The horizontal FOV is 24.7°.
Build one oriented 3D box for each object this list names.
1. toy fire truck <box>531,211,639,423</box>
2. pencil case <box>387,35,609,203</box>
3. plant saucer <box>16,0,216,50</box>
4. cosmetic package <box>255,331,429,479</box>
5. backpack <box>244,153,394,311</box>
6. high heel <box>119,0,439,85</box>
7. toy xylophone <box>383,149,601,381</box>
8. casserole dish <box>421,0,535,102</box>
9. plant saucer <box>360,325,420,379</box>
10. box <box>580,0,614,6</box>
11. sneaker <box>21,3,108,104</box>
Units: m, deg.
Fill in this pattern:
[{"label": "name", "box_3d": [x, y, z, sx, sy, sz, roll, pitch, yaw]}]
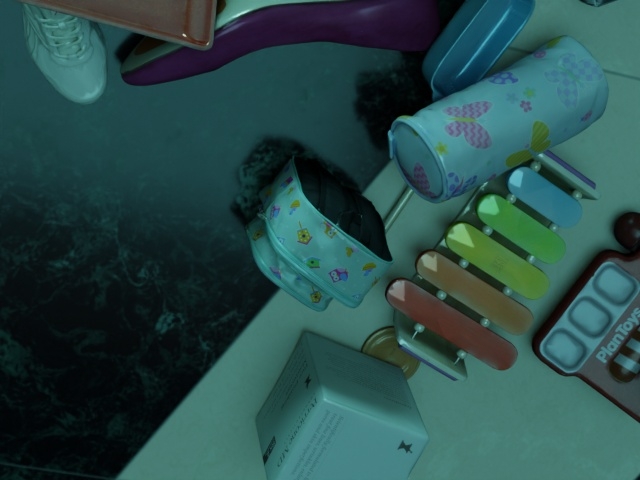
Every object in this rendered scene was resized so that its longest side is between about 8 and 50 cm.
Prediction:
[{"label": "toy fire truck", "box_3d": [0.459, 0.096, 1.927, 0.254, 0.169, 0.302, 36, 97, -1]}, {"label": "pencil case", "box_3d": [0.216, -0.149, 1.769, 0.273, 0.124, 0.113, -29, 153, -21]}, {"label": "plant saucer", "box_3d": [-0.234, -0.351, 1.612, 0.259, 0.048, 0.258, 11, 74, -27]}, {"label": "cosmetic package", "box_3d": [0.024, 0.239, 1.848, 0.151, 0.183, 0.151, 23, 108, -17]}, {"label": "backpack", "box_3d": [0.000, 0.000, 1.771, 0.166, 0.188, 0.144, 38, 97, -21]}, {"label": "high heel", "box_3d": [-0.040, -0.226, 1.731, 0.377, 0.127, 0.181, -24, 121, 2]}, {"label": "toy xylophone", "box_3d": [0.193, 0.013, 1.874, 0.236, 0.081, 0.322, 24, 101, -18]}, {"label": "casserole dish", "box_3d": [0.189, -0.249, 1.786, 0.188, 0.037, 0.114, -52, 152, 8]}, {"label": "plant saucer", "box_3d": [0.094, 0.154, 1.935, 0.083, 0.013, 0.083, -4, 108, -11]}, {"label": "box", "box_3d": [0.396, -0.465, 1.763, 0.242, 0.076, 0.307, -21, 111, -5]}, {"label": "sneaker", "box_3d": [-0.303, -0.257, 1.662, 0.090, 0.115, 0.232, -20, 111, -4]}]
